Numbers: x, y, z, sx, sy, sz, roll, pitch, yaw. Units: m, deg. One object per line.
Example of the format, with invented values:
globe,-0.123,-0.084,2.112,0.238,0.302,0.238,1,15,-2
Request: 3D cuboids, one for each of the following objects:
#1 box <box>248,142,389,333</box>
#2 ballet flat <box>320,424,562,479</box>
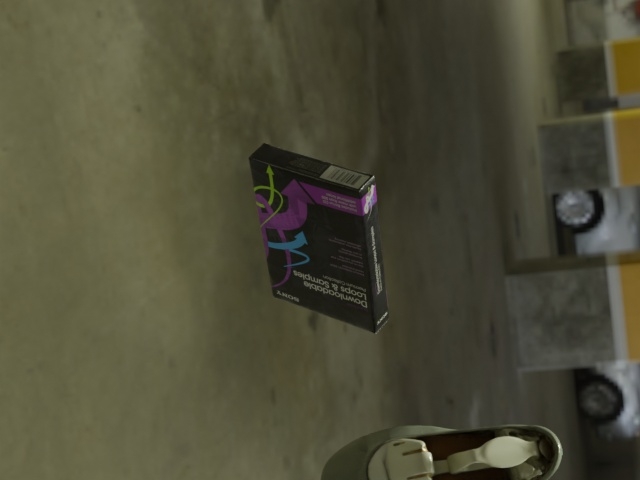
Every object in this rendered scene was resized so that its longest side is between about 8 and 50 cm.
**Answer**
box,0.000,0.000,1.089,0.029,0.116,0.162,-47,142,-37
ballet flat,0.106,0.192,1.084,0.068,0.213,0.072,102,-18,-73
